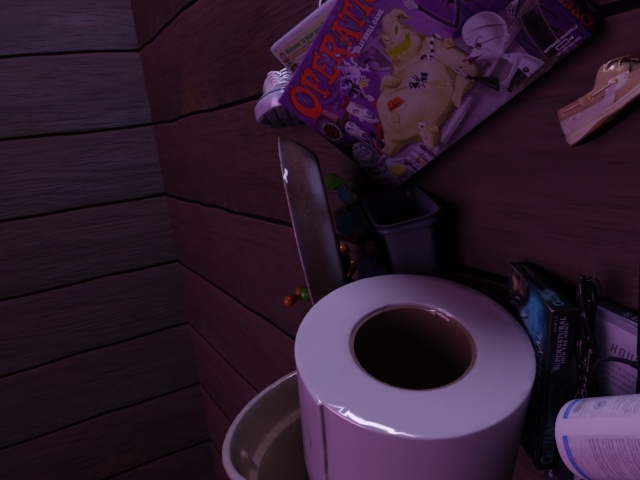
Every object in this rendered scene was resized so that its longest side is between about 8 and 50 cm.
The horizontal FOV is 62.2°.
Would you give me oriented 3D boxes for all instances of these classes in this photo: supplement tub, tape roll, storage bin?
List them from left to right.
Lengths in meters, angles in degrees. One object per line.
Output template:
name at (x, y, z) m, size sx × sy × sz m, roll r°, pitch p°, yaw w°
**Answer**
tape roll at (0.097, 0.174, 0.588) m, size 0.246 × 0.246 × 0.169 m, roll 41°, pitch 143°, yaw 49°
storage bin at (0.119, -0.010, 0.720) m, size 0.135 × 0.098 × 0.091 m, roll -105°, pitch 1°, yaw -68°
supplement tub at (0.255, 0.161, 0.431) m, size 0.107 × 0.071 × 0.071 m, roll -38°, pitch 68°, yaw 60°

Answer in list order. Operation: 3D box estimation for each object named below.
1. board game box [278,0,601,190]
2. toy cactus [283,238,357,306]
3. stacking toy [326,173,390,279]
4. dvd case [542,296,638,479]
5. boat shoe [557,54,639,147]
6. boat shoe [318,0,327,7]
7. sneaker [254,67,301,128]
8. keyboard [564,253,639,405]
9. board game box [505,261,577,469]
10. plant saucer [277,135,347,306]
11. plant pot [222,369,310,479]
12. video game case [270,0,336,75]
board game box at (0.097, -0.197, 0.601) m, size 0.208 × 0.056 × 0.347 m, roll 40°, pitch 151°, yaw -5°
toy cactus at (0.029, 0.113, 0.958) m, size 0.180 × 0.112 × 0.219 m, roll 51°, pitch 136°, yaw 24°
stacking toy at (0.057, 0.009, 0.771) m, size 0.167 × 0.052 × 0.221 m, roll -31°, pitch -81°, yaw -85°
dvd case at (0.314, 0.197, 0.508) m, size 0.179 × 0.030 × 0.238 m, roll 36°, pitch 132°, yaw 52°
boat shoe at (0.254, -0.131, 0.452) m, size 0.045 × 0.050 × 0.135 m, roll 64°, pitch 151°, yaw 13°
boat shoe at (0.089, -0.296, 0.651) m, size 0.267 × 0.088 × 0.096 m, roll 38°, pitch 134°, yaw 51°
sneaker at (-0.069, -0.247, 0.907) m, size 0.258 × 0.094 × 0.091 m, roll -136°, pitch 38°, yaw -80°
keyboard at (0.295, 0.110, 0.444) m, size 0.201 × 0.033 × 0.317 m, roll 15°, pitch 113°, yaw 59°
board game box at (0.231, 0.131, 0.578) m, size 0.126 × 0.026 × 0.186 m, roll -89°, pitch -4°, yaw -71°
plant saucer at (0.000, 0.000, 0.757) m, size 0.310 × 0.050 × 0.310 m, roll -12°, pitch -90°, yaw -88°
plant pot at (0.062, 0.384, 0.807) m, size 0.334 × 0.334 × 0.305 m, roll 6°, pitch 118°, yaw 62°
video game case at (0.042, -0.225, 0.728) m, size 0.193 × 0.023 × 0.212 m, roll 45°, pitch 162°, yaw -21°
